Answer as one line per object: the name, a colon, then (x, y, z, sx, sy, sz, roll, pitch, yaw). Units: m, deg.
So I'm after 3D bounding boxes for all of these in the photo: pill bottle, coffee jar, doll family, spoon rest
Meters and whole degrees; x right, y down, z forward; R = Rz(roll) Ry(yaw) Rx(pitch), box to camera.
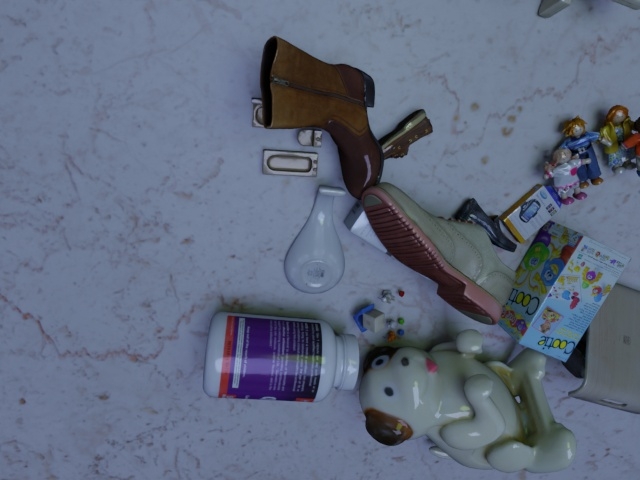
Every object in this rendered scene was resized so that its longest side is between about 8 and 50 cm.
pill bottle: (-0.086, 0.257, 1.051, 0.322, 0.181, 0.182, 7, 106, -10)
coffee jar: (0.725, 0.302, 1.226, 0.184, 0.096, 0.079, 1, 110, -9)
doll family: (0.609, -0.204, 1.058, 0.263, 0.118, 0.163, -21, 119, 14)
spoon rest: (0.000, 0.000, 1.049, 0.137, 0.084, 0.276, 7, 119, -9)

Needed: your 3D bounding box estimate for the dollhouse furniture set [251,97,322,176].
dollhouse furniture set: (-0.067, -0.197, 0.943, 0.144, 0.123, 0.151, 2, 107, -9)

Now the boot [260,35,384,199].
boot: (0.011, -0.203, 0.867, 0.096, 0.280, 0.264, 9, 100, 36)

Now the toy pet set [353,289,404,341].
toy pet set: (0.139, 0.180, 1.136, 0.114, 0.065, 0.122, -20, 116, -39)

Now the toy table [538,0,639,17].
toy table: (0.502, -0.539, 0.876, 0.274, 0.252, 0.161, 11, 88, -3)

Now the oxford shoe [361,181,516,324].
oxford shoe: (0.246, 0.003, 0.981, 0.397, 0.140, 0.146, 43, 74, -19)

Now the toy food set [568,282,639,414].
toy food set: (0.699, 0.243, 1.154, 0.219, 0.092, 0.306, 18, 72, -13)

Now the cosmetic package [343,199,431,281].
cosmetic package: (0.178, -0.020, 1.055, 0.231, 0.085, 0.117, 30, 101, -14)

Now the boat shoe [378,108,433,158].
boat shoe: (0.161, -0.199, 1.007, 0.178, 0.064, 0.060, -39, 106, 2)

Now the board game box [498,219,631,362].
board game box: (0.549, 0.114, 1.118, 0.144, 0.142, 0.275, 23, 102, -14)

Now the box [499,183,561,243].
box: (0.493, -0.067, 1.116, 0.136, 0.028, 0.081, -42, 108, 3)

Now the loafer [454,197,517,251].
loafer: (0.390, -0.032, 1.095, 0.170, 0.062, 0.061, 32, 95, -17)

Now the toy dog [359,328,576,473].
toy dog: (0.289, 0.368, 1.122, 0.407, 0.285, 0.395, 20, 140, -15)
